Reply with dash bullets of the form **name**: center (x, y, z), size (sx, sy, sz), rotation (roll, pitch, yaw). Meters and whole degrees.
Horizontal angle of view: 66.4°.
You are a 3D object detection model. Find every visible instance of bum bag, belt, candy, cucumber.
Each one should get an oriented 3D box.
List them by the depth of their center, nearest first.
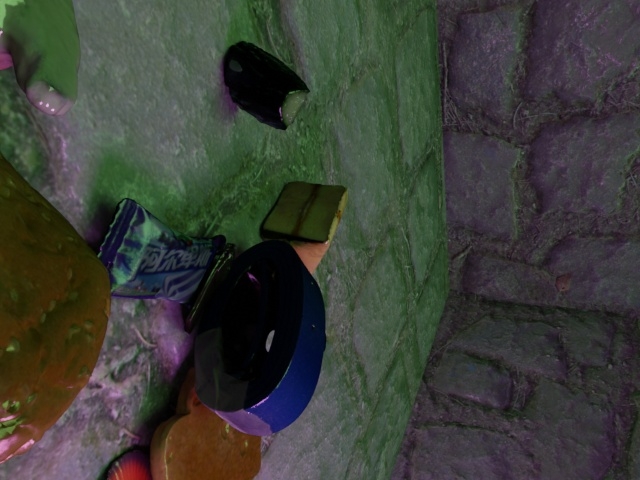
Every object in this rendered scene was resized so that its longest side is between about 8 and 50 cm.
- **candy**: center (-0.241, 0.034, 0.768), size (0.275, 0.070, 0.145), rotation (32, 75, -68)
- **bum bag**: center (-0.194, 0.087, 0.864), size (0.159, 0.026, 0.109), rotation (-66, -176, -26)
- **cucumber**: center (-0.110, -0.282, 0.880), size (0.115, 0.193, 0.086), rotation (-54, 153, 8)
- **belt**: center (-0.106, 0.162, 0.887), size (0.117, 0.213, 0.346), rotation (60, 26, -44)

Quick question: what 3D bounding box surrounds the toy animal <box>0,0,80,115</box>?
- **toy animal**: center (-0.356, -0.250, 0.383), size (0.308, 0.188, 0.266), rotation (41, 38, -48)

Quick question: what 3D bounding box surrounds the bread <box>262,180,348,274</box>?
- **bread**: center (0.000, 0.002, 1.152), size (0.264, 0.163, 0.167), rotation (64, 40, -51)

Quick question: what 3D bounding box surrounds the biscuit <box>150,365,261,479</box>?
- **biscuit**: center (-0.194, 0.355, 0.932), size (0.376, 0.051, 0.269), rotation (-7, 90, -69)

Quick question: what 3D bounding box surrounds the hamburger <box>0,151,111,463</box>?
- **hamburger**: center (-0.300, 0.068, 0.461), size (0.209, 0.162, 0.329), rotation (50, 22, -58)

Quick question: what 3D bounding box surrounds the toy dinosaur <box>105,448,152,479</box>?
- **toy dinosaur**: center (-0.286, 0.407, 0.808), size (0.286, 0.070, 0.138), rotation (8, 67, -66)
